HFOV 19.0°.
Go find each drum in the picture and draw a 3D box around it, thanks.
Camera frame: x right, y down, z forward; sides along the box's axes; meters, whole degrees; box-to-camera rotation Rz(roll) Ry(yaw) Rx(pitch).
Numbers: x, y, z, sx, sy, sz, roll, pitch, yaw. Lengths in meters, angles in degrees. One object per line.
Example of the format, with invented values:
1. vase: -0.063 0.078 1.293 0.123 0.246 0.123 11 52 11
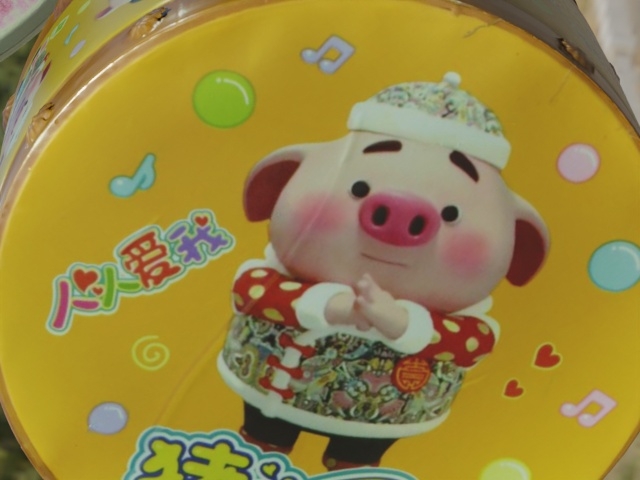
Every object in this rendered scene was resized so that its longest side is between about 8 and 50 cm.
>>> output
1. drum: 0.000 0.000 1.183 0.214 0.431 0.431 -101 22 -63

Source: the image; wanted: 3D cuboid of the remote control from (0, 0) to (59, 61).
1. remote control: -0.365 -0.284 1.614 0.145 0.344 0.050 -44 -13 -20
